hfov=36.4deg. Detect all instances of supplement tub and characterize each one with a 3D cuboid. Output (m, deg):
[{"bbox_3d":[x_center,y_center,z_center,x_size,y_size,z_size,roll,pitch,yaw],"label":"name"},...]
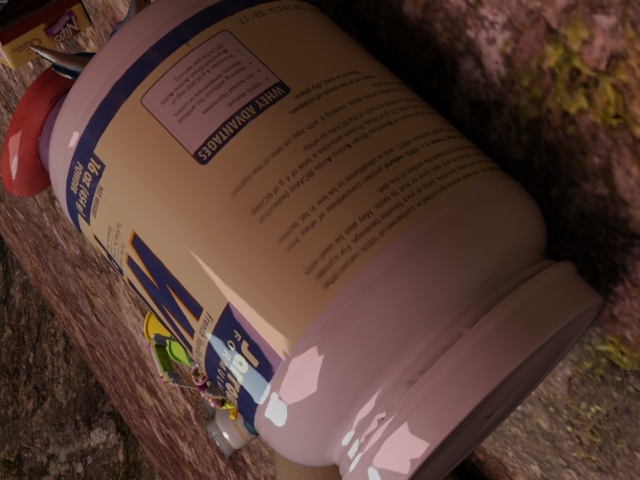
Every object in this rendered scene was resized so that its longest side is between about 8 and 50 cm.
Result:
[{"bbox_3d":[0.000,0.000,0.659,0.325,0.235,0.235,45,158,20],"label":"supplement tub"}]

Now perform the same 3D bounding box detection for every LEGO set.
[{"bbox_3d":[-0.139,0.174,1.327,0.287,0.132,0.107,36,-172,40],"label":"LEGO set"}]

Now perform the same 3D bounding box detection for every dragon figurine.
[{"bbox_3d":[-0.167,-0.143,0.831,0.144,0.289,0.085,-30,102,31],"label":"dragon figurine"}]

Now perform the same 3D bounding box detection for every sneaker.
[{"bbox_3d":[-0.137,0.274,1.595,0.087,0.092,0.228,57,178,-18],"label":"sneaker"}]

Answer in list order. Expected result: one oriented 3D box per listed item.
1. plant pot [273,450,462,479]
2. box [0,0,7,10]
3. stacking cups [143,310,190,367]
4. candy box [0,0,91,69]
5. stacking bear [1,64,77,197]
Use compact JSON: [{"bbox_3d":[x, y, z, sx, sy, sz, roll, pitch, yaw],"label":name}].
[{"bbox_3d":[0.059,0.308,1.065,0.274,0.257,0.256,64,163,18],"label":"plant pot"},{"bbox_3d":[-0.450,-0.352,1.053,0.395,0.097,0.318,-7,97,61],"label":"box"},{"bbox_3d":[-0.139,0.177,1.448,0.316,0.096,0.096,26,147,42],"label":"stacking cups"},{"bbox_3d":[-0.369,-0.271,1.170,0.187,0.109,0.053,28,148,46],"label":"candy box"},{"bbox_3d":[-0.185,-0.066,1.062,0.289,0.175,0.164,35,139,18],"label":"stacking bear"}]
